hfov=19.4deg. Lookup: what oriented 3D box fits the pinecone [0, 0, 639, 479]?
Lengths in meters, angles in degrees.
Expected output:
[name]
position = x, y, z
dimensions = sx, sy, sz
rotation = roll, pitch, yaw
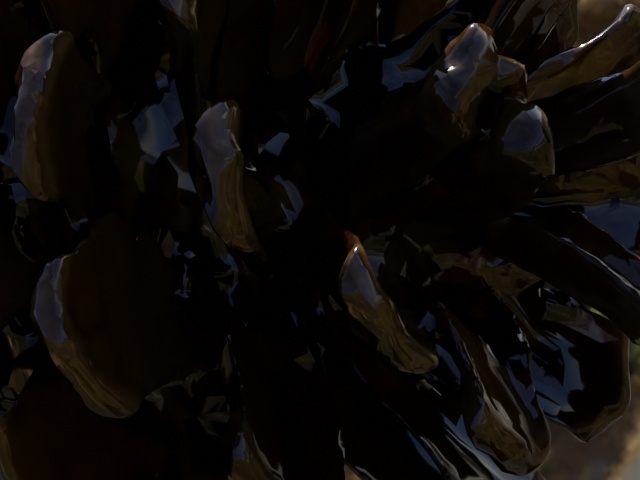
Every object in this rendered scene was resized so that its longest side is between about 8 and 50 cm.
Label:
[pinecone]
position = 0.000, 0.000, 0.786
dimensions = 0.384, 0.384, 0.384
rotation = -50, 5, 6
